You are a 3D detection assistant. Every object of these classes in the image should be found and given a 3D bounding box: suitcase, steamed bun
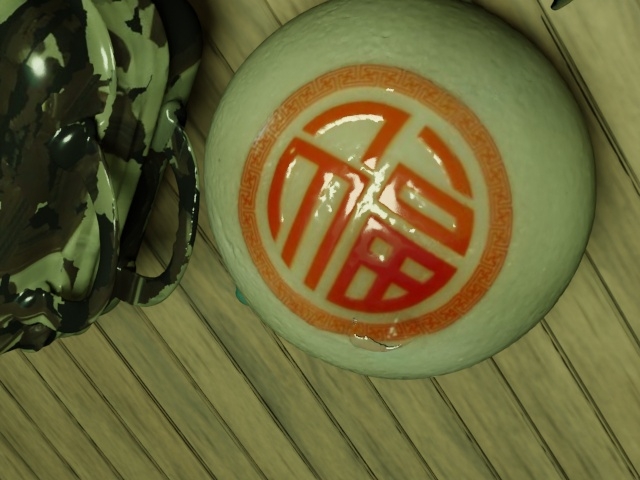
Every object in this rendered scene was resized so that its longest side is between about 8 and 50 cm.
[{"bbox_3d":[-0.227,-0.079,0.748,0.339,0.194,0.351,43,130,23],"label":"suitcase"},{"bbox_3d":[0.048,-0.033,0.656,0.283,0.177,0.283,3,103,12],"label":"steamed bun"}]

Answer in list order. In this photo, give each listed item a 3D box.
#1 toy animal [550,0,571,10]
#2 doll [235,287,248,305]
[{"bbox_3d":[0.148,-0.195,0.605,0.220,0.108,0.062,10,127,-20],"label":"toy animal"},{"bbox_3d":[0.000,0.000,0.808,0.158,0.059,0.159,16,122,15],"label":"doll"}]
